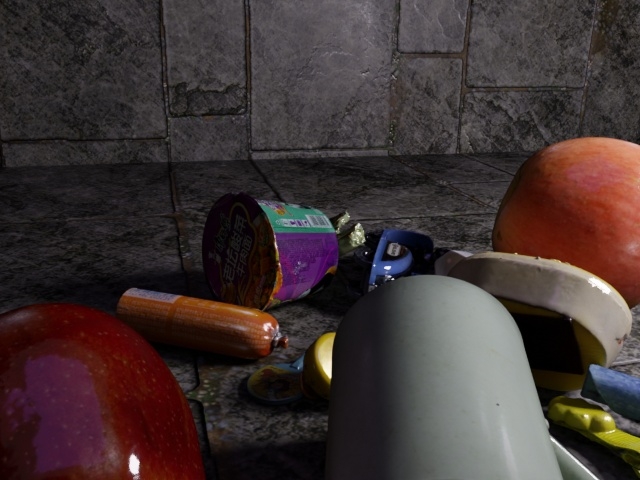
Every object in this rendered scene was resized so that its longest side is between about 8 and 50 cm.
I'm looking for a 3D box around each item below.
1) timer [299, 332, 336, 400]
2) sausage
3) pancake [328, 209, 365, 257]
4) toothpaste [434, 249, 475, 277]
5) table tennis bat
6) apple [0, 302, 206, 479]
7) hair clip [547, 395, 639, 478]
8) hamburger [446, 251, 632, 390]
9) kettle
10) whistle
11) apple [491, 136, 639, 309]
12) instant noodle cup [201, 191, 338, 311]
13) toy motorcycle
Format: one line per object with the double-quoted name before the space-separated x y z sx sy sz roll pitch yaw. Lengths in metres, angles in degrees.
"timer" 0.030 0.191 0.972 0.107 0.109 0.107 21 45 -23
"sausage" -0.202 0.149 1.119 0.313 0.092 0.093 7 19 17
"pancake" 0.003 0.005 1.482 0.197 0.054 0.377 -43 15 -14
"toothpaste" 0.328 0.068 1.312 0.125 0.079 0.371 10 1 28
"table tennis bat" -0.054 0.220 1.026 0.100 0.019 0.155 10 22 29
"apple" -0.260 0.219 0.603 0.288 0.288 0.317 -10 34 -31
"hair clip" 0.383 0.261 0.877 0.072 0.046 0.173 -3 16 -23
"hamburger" 0.339 0.120 1.036 0.295 0.227 0.151 17 47 32
"kettle" 0.169 0.249 0.679 0.361 0.250 0.376 29 21 -5
"whistle" 0.517 0.245 0.865 0.305 0.062 0.062 16 23 24
"apple" 0.524 -0.032 1.279 0.364 0.363 0.364 1 18 0
"instant noodle cup" -0.095 0.025 1.294 0.190 0.250 0.251 -4 17 -43
"toy motorcycle" 0.180 0.060 1.383 0.213 0.125 0.358 13 22 7
